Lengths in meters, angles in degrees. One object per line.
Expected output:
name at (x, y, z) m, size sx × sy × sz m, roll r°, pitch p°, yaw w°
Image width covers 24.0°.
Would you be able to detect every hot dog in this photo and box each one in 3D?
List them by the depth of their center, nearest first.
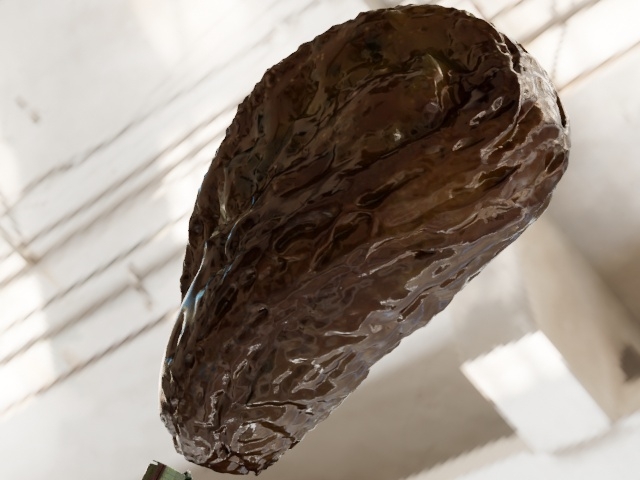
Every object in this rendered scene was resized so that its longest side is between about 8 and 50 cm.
hot dog at (0.000, 0.000, 1.061) m, size 0.387 × 0.174 × 0.267 m, roll -47°, pitch -159°, yaw 30°

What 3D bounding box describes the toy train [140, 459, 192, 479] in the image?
toy train at (-0.185, 0.313, 1.641) m, size 0.038 × 0.071 × 0.148 m, roll 5°, pitch -116°, yaw 55°
